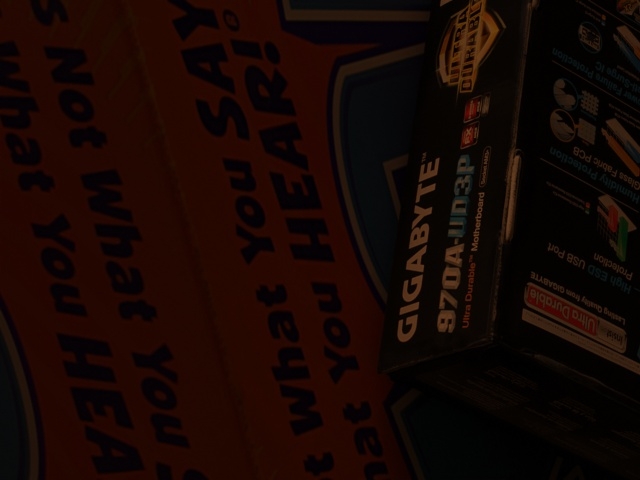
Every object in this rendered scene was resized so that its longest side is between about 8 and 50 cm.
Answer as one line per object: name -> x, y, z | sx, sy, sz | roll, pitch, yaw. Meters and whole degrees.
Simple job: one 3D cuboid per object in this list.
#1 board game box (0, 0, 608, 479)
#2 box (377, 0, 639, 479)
board game box -> -0.069, 0.005, 0.768 | 0.356, 0.356, 0.356 | -12, 6, 37
box -> 0.127, -0.002, 0.647 | 0.220, 0.175, 0.051 | 26, -30, -31
